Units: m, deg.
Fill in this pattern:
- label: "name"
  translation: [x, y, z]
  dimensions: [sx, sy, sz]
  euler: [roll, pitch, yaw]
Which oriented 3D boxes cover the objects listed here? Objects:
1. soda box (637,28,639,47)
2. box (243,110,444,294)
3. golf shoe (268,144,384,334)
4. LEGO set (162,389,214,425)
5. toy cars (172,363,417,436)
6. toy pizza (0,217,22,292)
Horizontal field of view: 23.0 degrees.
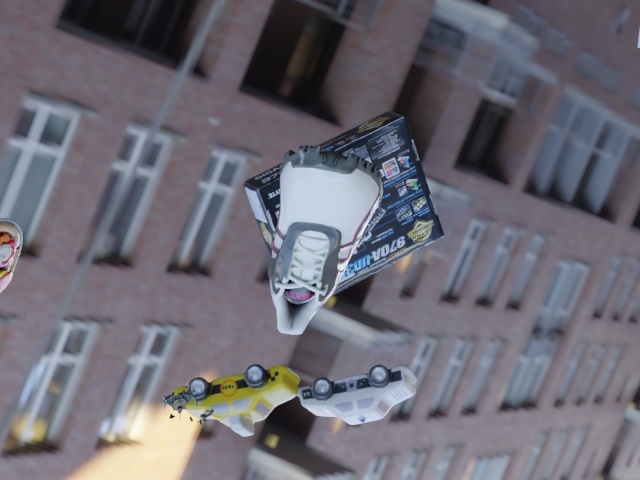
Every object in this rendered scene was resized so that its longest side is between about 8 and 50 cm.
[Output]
- label: "soda box"
  translation: [0.386, -0.300, 1.621]
  dimensions: [0.069, 0.216, 0.074]
  euler: [21, -152, 38]
- label: "box"
  translation: [0.033, -0.039, 1.981]
  dimensions: [0.220, 0.175, 0.051]
  euler: [-28, -157, -17]
- label: "golf shoe"
  translation: [0.000, 0.000, 1.602]
  dimensions: [0.105, 0.120, 0.273]
  euler: [11, 153, 0]
- label: "LEGO set"
  translation: [-0.186, 0.225, 2.162]
  dimensions: [0.083, 0.054, 0.023]
  euler: [52, -171, -41]
- label: "toy cars"
  translation: [-0.031, 0.255, 2.449]
  dimensions: [0.394, 0.087, 0.176]
  euler: [2, 157, -26]
- label: "toy pizza"
  translation: [-0.490, 0.055, 2.218]
  dimensions: [0.032, 0.201, 0.201]
  euler: [38, -169, 19]
